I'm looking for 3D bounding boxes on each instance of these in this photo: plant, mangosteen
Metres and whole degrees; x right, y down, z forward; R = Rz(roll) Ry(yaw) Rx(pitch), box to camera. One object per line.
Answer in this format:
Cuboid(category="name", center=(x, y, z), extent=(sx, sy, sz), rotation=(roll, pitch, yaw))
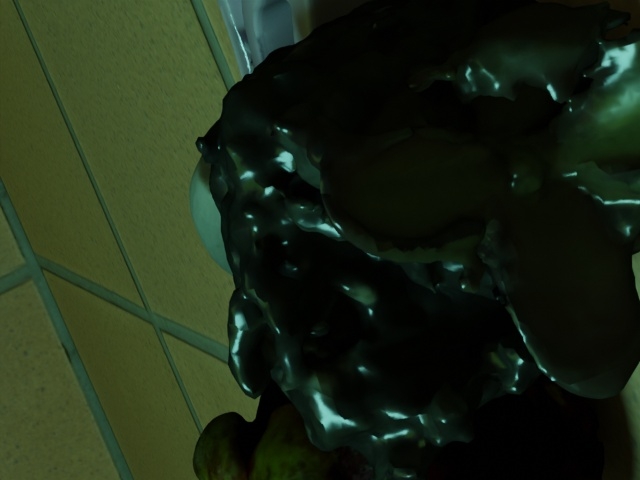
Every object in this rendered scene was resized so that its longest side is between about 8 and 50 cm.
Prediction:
Cuboid(category="plant", center=(0.047, -0.011, 0.785), extent=(0.234, 0.204, 0.178), rotation=(-138, 29, -72))
Cuboid(category="mangosteen", center=(0.043, 0.121, 0.965), extent=(0.210, 0.210, 0.210), rotation=(56, 163, 28))

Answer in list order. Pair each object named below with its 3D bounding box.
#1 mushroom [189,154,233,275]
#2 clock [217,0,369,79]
Cuboid(category="mushroom", center=(0.000, 0.000, 1.012), extent=(0.225, 0.116, 0.093), rotation=(72, -172, -60))
Cuboid(category="clock", center=(-0.037, -0.203, 0.957), extent=(0.275, 0.080, 0.290), rotation=(42, 152, 55))
